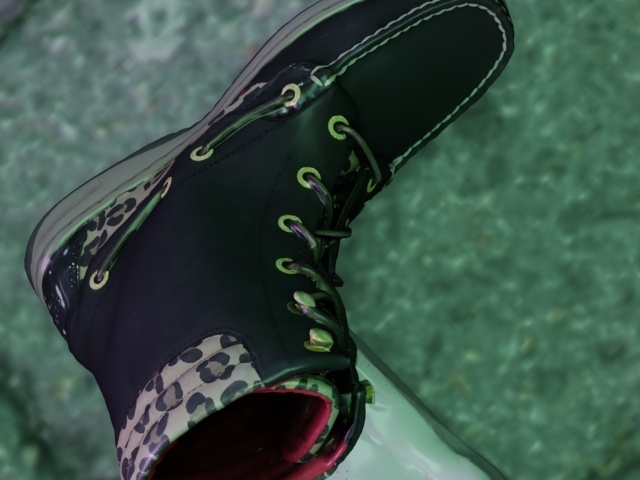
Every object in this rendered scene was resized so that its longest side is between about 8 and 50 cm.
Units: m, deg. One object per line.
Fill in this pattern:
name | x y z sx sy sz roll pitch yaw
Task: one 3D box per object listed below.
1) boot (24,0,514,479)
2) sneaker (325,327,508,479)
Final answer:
boot | 0.000 0.002 0.673 0.236 0.179 0.085 -34 127 4
sneaker | 0.037 0.128 0.726 0.094 0.080 0.212 -46 78 4
